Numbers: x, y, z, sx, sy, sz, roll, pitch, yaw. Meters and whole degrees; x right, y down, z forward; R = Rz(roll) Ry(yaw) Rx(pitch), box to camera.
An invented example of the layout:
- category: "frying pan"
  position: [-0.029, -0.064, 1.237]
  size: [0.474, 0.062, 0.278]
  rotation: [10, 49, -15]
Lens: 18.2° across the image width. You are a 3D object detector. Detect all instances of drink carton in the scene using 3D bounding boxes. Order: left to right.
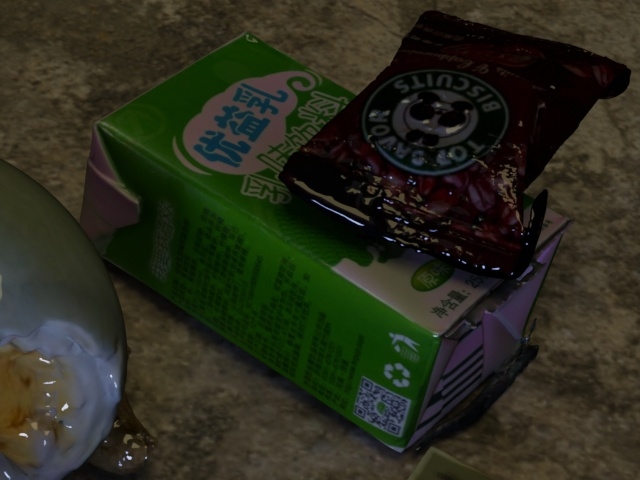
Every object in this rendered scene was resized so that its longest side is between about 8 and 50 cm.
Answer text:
- category: "drink carton"
  position: [0.000, 0.000, 1.220]
  size: [0.271, 0.108, 0.161]
  rotation: [32, 42, 22]

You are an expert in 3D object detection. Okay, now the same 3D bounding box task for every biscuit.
- category: "biscuit"
  position: [0.090, -0.071, 1.198]
  size: [0.151, 0.063, 0.235]
  rotation: [15, 42, 20]

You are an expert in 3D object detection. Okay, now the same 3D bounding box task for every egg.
- category: "egg"
  position: [-0.210, 0.036, 1.076]
  size: [0.183, 0.183, 0.217]
  rotation: [-16, 41, -28]

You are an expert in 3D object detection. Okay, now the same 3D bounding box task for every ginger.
- category: "ginger"
  position: [-0.133, 0.081, 1.148]
  size: [0.057, 0.044, 0.137]
  rotation: [10, 40, -31]

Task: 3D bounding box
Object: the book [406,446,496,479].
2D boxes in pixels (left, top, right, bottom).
- category: "book"
  position: [0.093, 0.166, 1.129]
  size: [0.111, 0.014, 0.077]
  rotation: [27, 43, 15]
